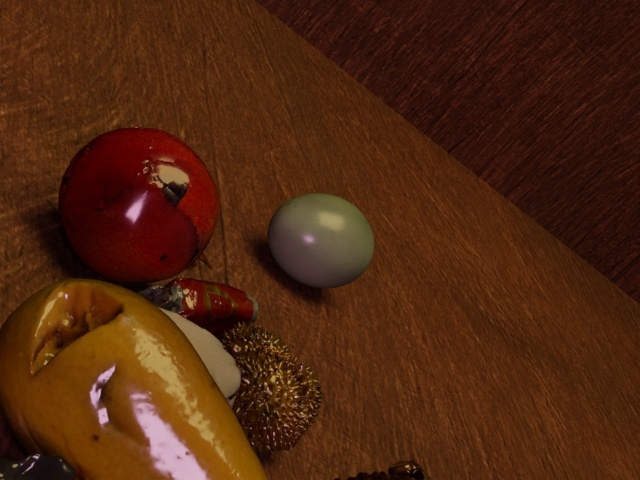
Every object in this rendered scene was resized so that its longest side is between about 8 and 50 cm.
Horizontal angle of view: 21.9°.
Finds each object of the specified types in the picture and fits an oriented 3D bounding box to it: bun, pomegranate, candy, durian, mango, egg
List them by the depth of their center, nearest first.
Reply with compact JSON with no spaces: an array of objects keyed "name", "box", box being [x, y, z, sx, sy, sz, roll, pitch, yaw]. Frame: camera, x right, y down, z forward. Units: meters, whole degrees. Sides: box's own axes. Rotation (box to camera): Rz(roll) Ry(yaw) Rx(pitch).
[{"name":"mango","box":[-0.175,0.194,1.661,0.365,0.253,0.182,42,61,9]},{"name":"bun","box":[-0.187,0.164,1.904,0.173,0.120,0.173,32,22,-15]},{"name":"durian","box":[-0.074,0.193,2.088,0.168,0.137,0.158,54,35,-16]},{"name":"pomegranate","box":[-0.230,-0.037,2.137,0.235,0.210,0.210,57,4,-48]},{"name":"candy","box":[-0.158,0.093,2.180,0.292,0.086,0.059,13,39,-57]},{"name":"egg","box":[0.000,0.000,2.629,0.192,0.149,0.149,15,34,-42]}]

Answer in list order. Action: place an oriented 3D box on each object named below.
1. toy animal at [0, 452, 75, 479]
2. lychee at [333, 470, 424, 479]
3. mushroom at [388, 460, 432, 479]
[{"name":"toy animal","box":[-0.255,0.290,1.526,0.245,0.114,0.146,58,11,-45]},{"name":"lychee","box":[0.075,0.375,1.849,0.271,0.271,0.271,40,19,-16]},{"name":"mushroom","box":[0.263,0.416,2.301,0.302,0.208,0.233,46,-26,36]}]
